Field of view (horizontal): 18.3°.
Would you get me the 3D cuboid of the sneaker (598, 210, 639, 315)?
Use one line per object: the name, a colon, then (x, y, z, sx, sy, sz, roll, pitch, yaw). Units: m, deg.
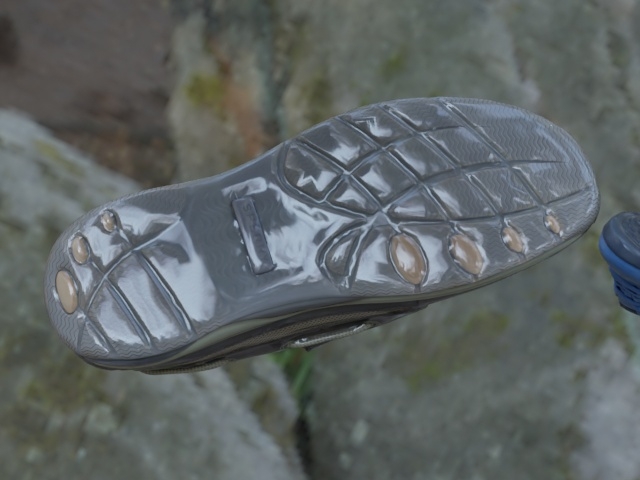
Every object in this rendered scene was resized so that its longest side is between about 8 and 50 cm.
sneaker: (0.255, 0.032, 1.525, 0.069, 0.082, 0.209, 54, 20, 24)

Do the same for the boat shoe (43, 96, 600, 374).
boat shoe: (0.000, 0.000, 1.278, 0.355, 0.132, 0.130, -12, -14, -4)
